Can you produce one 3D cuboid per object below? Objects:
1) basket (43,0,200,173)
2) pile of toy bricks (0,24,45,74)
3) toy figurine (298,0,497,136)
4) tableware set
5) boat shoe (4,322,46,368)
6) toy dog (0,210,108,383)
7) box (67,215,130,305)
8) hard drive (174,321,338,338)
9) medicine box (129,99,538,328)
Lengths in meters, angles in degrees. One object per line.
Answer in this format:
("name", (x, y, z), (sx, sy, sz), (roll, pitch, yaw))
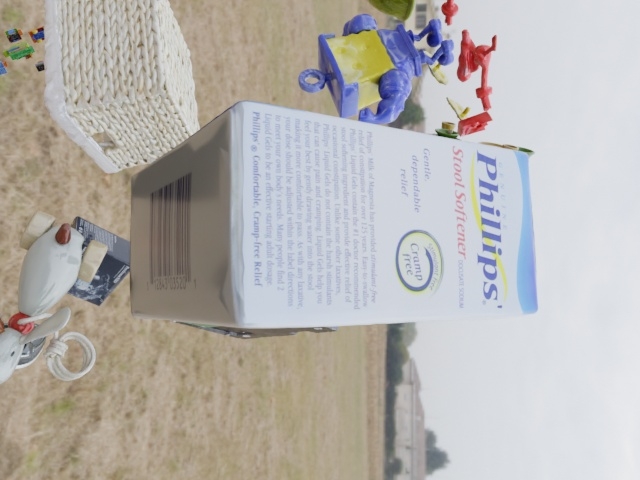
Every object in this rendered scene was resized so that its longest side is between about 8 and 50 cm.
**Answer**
("basket", (-0.457, -0.380, 1.362), (0.328, 0.266, 0.331), (83, -2, -73))
("pile of toy bricks", (-0.814, -0.521, 1.555), (0.105, 0.212, 0.118), (45, -24, 48))
("toy figurine", (0.061, -0.281, 0.781), (0.191, 0.217, 0.363), (72, -3, -64))
("tableware set", (0.230, -0.148, 0.838), (0.154, 0.104, 0.024), (33, -58, 45))
("boat shoe", (-0.735, 0.245, 1.355), (0.091, 0.114, 0.302), (-46, -177, 8))
("toy dog", (-0.515, 0.091, 1.049), (0.161, 0.220, 0.334), (139, -46, -60))
("box", (-0.556, 0.052, 1.372), (0.158, 0.156, 0.093), (32, 22, -36))
("hard drive", (-0.139, 0.126, 1.072), (0.339, 0.236, 0.064), (31, 54, -59))
("medicine box", (0.000, 0.000, 0.531), (0.263, 0.289, 0.149), (-10, -100, 57))
